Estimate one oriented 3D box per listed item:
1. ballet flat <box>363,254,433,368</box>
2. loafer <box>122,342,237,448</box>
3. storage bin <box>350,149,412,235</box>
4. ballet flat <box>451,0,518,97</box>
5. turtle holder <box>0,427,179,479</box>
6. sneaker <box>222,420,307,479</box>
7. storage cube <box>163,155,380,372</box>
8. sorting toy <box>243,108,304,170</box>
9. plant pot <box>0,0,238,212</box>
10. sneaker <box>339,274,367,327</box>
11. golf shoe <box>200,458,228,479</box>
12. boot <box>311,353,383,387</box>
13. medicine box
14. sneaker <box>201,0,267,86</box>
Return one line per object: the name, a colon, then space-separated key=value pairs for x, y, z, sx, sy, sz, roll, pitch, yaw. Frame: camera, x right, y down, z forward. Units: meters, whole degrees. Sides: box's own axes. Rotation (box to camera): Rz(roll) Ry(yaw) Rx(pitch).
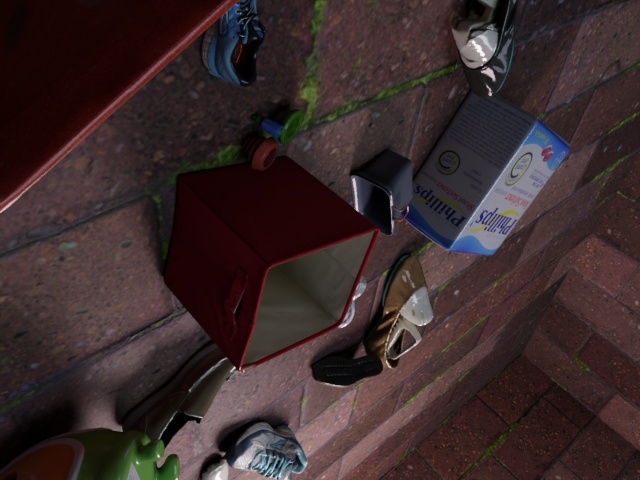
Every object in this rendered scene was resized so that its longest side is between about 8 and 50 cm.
ballet flat: x=0.202 y=0.192 z=1.370 sx=0.116 sy=0.124 sz=0.342 roll=-20 pitch=139 yaw=-41
loafer: x=-0.213 y=0.270 z=0.962 sx=0.251 sy=0.087 sz=0.094 roll=-41 pitch=149 yaw=-11
storage bin: x=0.121 y=-0.087 z=0.986 sx=0.091 sy=0.098 sz=0.135 roll=-48 pitch=152 yaw=-21
ballet flat: x=0.250 y=-0.353 z=0.849 sx=0.096 sy=0.095 sz=0.280 roll=-15 pitch=127 yaw=-29
turtle holder: x=-0.341 y=0.400 z=0.824 sx=0.320 sy=0.228 sz=0.243 roll=99 pitch=-6 yaw=-75
sneaker: x=-0.114 y=0.507 z=1.328 sx=0.110 sy=0.122 sz=0.283 roll=-52 pitch=150 yaw=6
storage cube: x=-0.072 y=0.022 z=0.753 sx=0.215 sy=0.193 sz=0.183 roll=-19 pitch=139 yaw=-41
sorting toy: x=-0.067 y=-0.141 z=0.734 sx=0.102 sy=0.042 sz=0.061 roll=-53 pitch=167 yaw=-15
plant pot: x=-0.201 y=-0.222 z=0.263 sx=0.267 sy=0.236 sz=0.267 roll=-44 pitch=150 yaw=-6
sneaker: x=0.044 y=0.125 z=1.175 sx=0.058 sy=0.052 sz=0.135 roll=0 pitch=118 yaw=-40
golf shoe: x=-0.231 y=0.577 z=1.296 sx=0.069 sy=0.086 sz=0.176 roll=-21 pitch=139 yaw=-35
boot: x=0.043 y=0.345 z=1.405 sx=0.198 sy=0.076 sz=0.137 roll=5 pitch=149 yaw=-31
medicine box: x=0.338 y=-0.127 z=1.152 sx=0.263 sy=0.149 sz=0.289 roll=5 pitch=120 yaw=-54
sneaker: x=-0.077 y=-0.232 z=0.571 sx=0.063 sy=0.073 sz=0.162 roll=-26 pitch=144 yaw=-32
